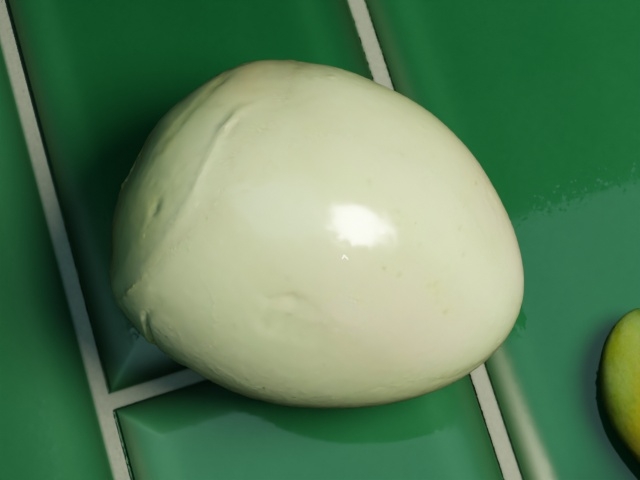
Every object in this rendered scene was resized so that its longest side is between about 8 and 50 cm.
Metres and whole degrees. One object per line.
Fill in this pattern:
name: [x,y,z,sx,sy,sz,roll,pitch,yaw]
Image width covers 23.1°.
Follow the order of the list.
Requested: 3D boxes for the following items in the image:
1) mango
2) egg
mango: [0.312,0.141,1.317,0.130,0.092,0.194,-33,70,1]
egg: [0.000,0.000,1.298,0.345,0.283,0.283,20,80,-1]
